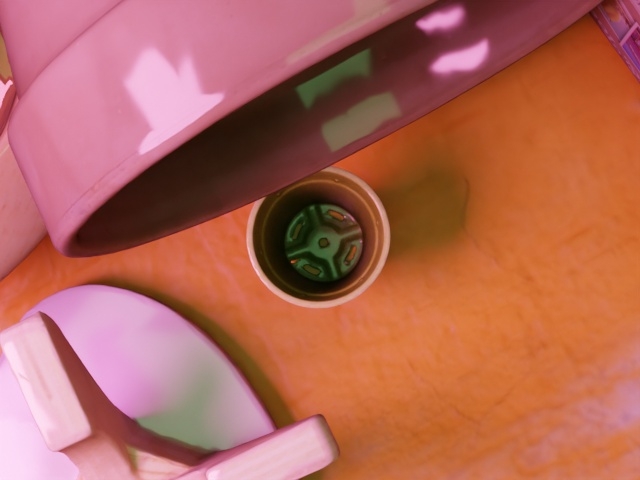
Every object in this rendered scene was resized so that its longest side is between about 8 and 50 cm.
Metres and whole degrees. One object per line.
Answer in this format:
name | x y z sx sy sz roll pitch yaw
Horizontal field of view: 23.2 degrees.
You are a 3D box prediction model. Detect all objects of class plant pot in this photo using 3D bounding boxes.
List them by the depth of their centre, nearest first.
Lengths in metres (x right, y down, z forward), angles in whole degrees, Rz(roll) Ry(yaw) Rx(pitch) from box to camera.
plant pot | -0.044 -0.185 0.751 0.323 0.323 0.280 -28 86 1
plant pot | 0.000 0.000 0.940 0.083 0.079 0.083 0 86 2

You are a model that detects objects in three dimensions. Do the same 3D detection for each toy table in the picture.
toy table | -0.108 0.157 0.898 0.252 0.161 0.274 -37 87 0

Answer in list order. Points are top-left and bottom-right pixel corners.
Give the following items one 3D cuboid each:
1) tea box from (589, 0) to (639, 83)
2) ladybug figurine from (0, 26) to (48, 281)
tea box | 0.334 -0.172 0.865 0.323 0.220 0.329 -36 86 1
ladybug figurine | -0.253 -0.152 0.900 0.305 0.162 0.449 21 82 -14
